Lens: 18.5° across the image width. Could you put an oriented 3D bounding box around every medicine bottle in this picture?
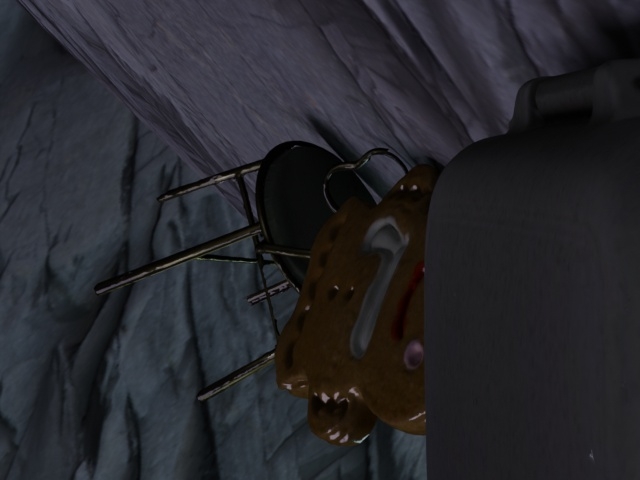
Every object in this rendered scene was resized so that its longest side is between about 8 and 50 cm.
[{"bbox_3d":[0.113,0.082,0.668,0.375,0.123,0.282,-154,62,-85],"label":"medicine bottle"}]

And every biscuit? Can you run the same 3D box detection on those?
[{"bbox_3d":[0.048,0.041,1.202,0.035,0.184,0.249,25,173,-29],"label":"biscuit"}]

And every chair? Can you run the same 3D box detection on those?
[{"bbox_3d":[0.000,0.000,1.486,0.325,0.170,0.160,-26,114,37],"label":"chair"}]
